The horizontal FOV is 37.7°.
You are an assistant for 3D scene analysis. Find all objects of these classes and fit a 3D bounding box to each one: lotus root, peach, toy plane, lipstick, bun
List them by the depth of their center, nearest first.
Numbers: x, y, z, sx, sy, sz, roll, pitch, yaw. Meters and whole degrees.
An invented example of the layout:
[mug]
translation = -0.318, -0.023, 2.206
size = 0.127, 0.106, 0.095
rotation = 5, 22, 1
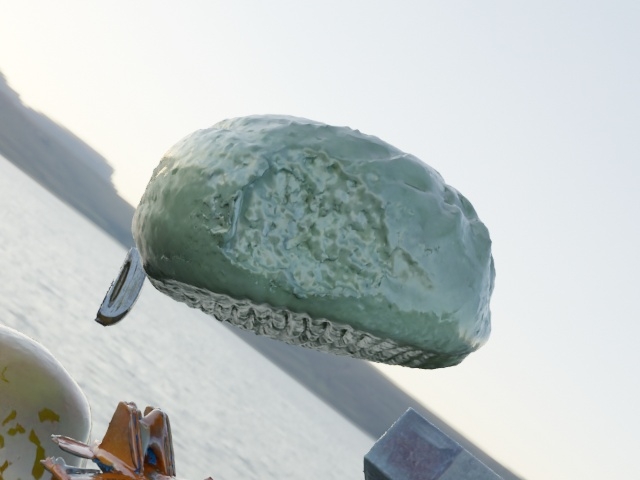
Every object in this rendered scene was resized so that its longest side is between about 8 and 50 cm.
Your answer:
[bun]
translation = 0.000, 0.001, 0.514
size = 0.221, 0.108, 0.221
rotation = 15, -12, 3
[toy plane]
translation = -0.077, 0.158, 0.525
size = 0.188, 0.062, 0.135
rotation = 37, 8, 38
[lipstick]
translation = 0.200, 0.302, 0.850
size = 0.371, 0.076, 0.079
rotation = 35, -28, 28
[lotus root]
translation = -0.189, 0.049, 0.901
size = 0.030, 0.083, 0.037
rotation = 28, -26, -9
[peach]
translation = -0.437, 0.239, 1.107
size = 0.332, 0.307, 0.308
rotation = 22, -4, -11
